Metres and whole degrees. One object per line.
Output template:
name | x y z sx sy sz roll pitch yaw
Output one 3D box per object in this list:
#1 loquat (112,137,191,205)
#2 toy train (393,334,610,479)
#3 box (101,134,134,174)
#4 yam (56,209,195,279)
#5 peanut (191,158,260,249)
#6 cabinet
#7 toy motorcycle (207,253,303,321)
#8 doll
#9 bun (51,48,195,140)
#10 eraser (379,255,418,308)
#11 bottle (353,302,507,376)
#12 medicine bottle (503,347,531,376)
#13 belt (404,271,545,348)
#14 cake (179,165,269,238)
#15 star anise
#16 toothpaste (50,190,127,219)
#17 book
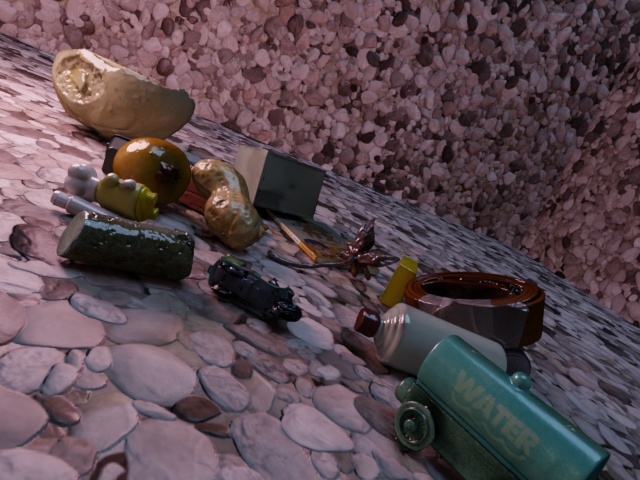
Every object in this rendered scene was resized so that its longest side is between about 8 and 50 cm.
loquat | -0.337 -0.139 0.965 0.163 0.137 0.163 26 -1 1
toy train | 0.197 0.221 0.557 0.101 0.159 0.248 17 14 -46
box | -0.422 -0.174 1.066 0.122 0.084 0.069 19 23 -17
yam | -0.270 0.008 0.686 0.179 0.078 0.078 17 17 -33
peanut | -0.194 -0.080 0.984 0.103 0.098 0.229 34 25 -57
cabinet | -0.121 -0.159 1.317 0.206 0.145 0.150 12 6 -41
toy motorcycle | -0.100 0.078 0.761 0.173 0.058 0.100 26 9 12
doll | -0.360 -0.081 0.822 0.162 0.106 0.062 18 49 -2
bun | -0.539 -0.368 1.308 0.364 0.202 0.364 20 9 -3
eraser | 0.181 0.093 1.084 0.045 0.097 0.122 28 13 9
bottle | 0.171 0.172 0.779 0.245 0.104 0.104 22 15 -8
medicine bottle | 0.351 0.211 0.974 0.083 0.083 0.203 24 16 -5
belt | 0.291 0.131 0.933 0.261 0.105 0.184 7 21 34
cake | -0.226 -0.072 1.110 0.225 0.090 0.109 44 13 -1
star anise | 0.037 0.020 1.045 0.218 0.148 0.227 4 3 29
toothpaste | -0.349 -0.033 0.798 0.190 0.031 0.048 25 5 -14
book | 0.000 0.000 1.266 0.208 0.020 0.295 13 19 -36
